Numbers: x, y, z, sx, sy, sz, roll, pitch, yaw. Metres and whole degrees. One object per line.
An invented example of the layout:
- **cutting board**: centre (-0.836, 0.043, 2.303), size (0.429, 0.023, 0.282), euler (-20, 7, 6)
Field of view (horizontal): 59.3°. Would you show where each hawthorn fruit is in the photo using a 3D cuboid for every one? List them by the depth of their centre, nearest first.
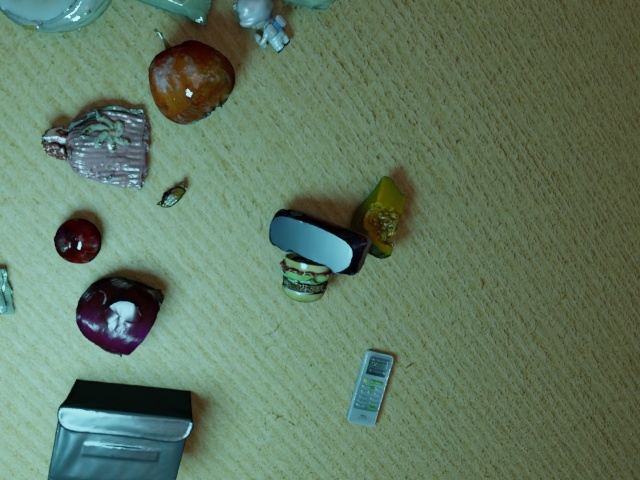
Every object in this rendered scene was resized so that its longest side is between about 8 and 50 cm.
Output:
- **hawthorn fruit**: centre (-0.380, -0.469, 1.574), size (0.242, 0.242, 0.272), euler (-42, 101, -9)

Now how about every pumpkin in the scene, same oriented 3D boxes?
- **pumpkin**: centre (0.182, -0.069, 1.825), size (0.131, 0.126, 0.248), euler (30, 69, -22)

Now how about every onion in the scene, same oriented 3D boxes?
- **onion**: centre (-0.576, 0.206, 1.575), size (0.207, 0.206, 0.216), euler (28, 86, -16)
- **onion**: centre (-0.678, 0.004, 1.575), size (0.131, 0.131, 0.131), euler (-1, 95, -16)

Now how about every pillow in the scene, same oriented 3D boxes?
- **pillow**: centre (-0.945, 0.150, 1.532), size (0.181, 0.078, 0.134), euler (-7, 93, -13)

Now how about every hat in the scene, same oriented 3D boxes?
- **hat**: centre (-0.626, -0.267, 1.574), size (0.286, 0.107, 0.237), euler (3, 84, -21)

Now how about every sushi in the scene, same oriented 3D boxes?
- **sushi**: centre (-0.440, -0.133, 1.668), size (0.047, 0.050, 0.099), euler (46, 75, -20)

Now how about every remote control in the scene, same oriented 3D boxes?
- **remote control**: centre (0.167, 0.499, 1.904), size (0.103, 0.034, 0.250), euler (17, 89, -17)

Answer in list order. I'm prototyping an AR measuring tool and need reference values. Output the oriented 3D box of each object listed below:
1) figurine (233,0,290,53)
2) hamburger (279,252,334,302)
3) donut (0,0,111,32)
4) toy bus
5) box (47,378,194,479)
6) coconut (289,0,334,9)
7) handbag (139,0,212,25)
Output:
- **figurine**: centre (-0.178, -0.668, 1.676), size (0.137, 0.112, 0.229), euler (-48, 115, -13)
- **hamburger**: centre (-0.046, 0.121, 1.748), size (0.175, 0.175, 0.137), euler (5, 103, -16)
- **donut**: centre (-0.694, -0.724, 1.460), size (0.382, 0.142, 0.382), euler (1, 95, 6)
- **toy bus**: centre (0.000, 0.000, 1.705), size (0.302, 0.147, 0.127), euler (21, 103, 19)
- **box**: centre (-0.552, 0.542, 1.588), size (0.345, 0.251, 0.204), euler (12, 91, -15)
- **coconut**: centre (-0.028, -0.798, 1.641), size (0.245, 0.245, 0.247), euler (-12, 99, -15)
- **handbag**: centre (-0.449, -0.774, 1.585), size (0.316, 0.109, 0.253), euler (14, 87, -11)
